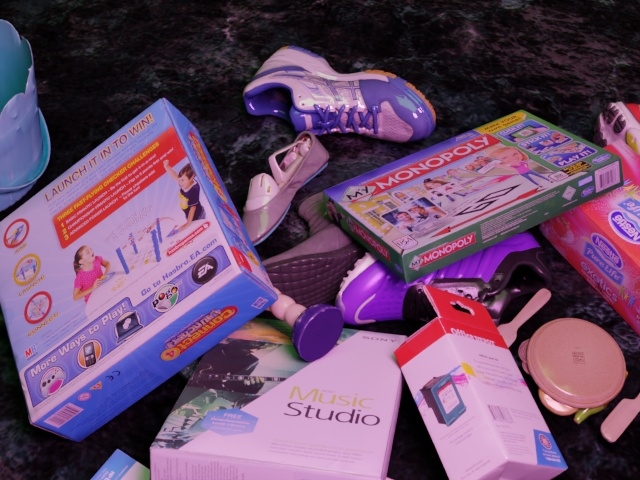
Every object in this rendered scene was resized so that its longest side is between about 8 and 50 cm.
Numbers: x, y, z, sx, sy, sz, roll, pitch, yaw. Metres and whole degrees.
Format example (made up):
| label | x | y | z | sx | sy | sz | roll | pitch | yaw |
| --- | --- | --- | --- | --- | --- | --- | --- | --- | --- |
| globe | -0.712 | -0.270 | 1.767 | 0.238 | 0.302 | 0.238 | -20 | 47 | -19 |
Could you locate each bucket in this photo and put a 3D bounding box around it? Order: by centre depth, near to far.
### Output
| label | x | y | z | sx | sy | sz | roll | pitch | yaw |
| --- | --- | --- | --- | --- | --- | --- | --- | --- | --- |
| bucket | -0.517 | -0.168 | 1.480 | 0.281 | 0.183 | 0.281 | 1 | 50 | -1 |

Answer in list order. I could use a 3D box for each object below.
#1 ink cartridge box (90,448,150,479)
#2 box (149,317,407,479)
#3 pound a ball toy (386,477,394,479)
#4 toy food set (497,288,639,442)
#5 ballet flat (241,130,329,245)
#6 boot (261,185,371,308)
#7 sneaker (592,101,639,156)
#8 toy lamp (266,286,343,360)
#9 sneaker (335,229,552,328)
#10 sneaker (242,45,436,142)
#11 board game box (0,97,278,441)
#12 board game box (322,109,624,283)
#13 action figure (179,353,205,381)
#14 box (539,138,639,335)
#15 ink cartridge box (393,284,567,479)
| label | x | y | z | sx | sy | sz | roll | pitch | yaw |
| --- | --- | --- | --- | --- | --- | --- | --- | --- | --- |
| ink cartridge box | -0.184 | 0.294 | 1.150 | 0.122 | 0.088 | 0.052 | 26 | 53 | 20 |
| box | -0.031 | 0.181 | 1.176 | 0.232 | 0.058 | 0.322 | 6 | 20 | 7 |
| pound a ball toy | 0.092 | 0.314 | 1.110 | 0.319 | 0.135 | 0.208 | 13 | 50 | 9 |
| toy food set | 0.309 | 0.155 | 1.307 | 0.192 | 0.038 | 0.132 | 41 | 62 | 20 |
| ballet flat | -0.063 | -0.078 | 1.482 | 0.072 | 0.068 | 0.213 | -9 | 33 | 44 |
| boot | 0.000 | 0.000 | 1.432 | 0.246 | 0.083 | 0.161 | -17 | 40 | -15 |
| sneaker | 0.493 | -0.100 | 1.502 | 0.118 | 0.107 | 0.279 | -4 | 51 | -17 |
| toy lamp | -0.090 | 0.053 | 1.289 | 0.080 | 0.080 | 0.275 | -34 | 47 | -26 |
| sneaker | 0.168 | 0.062 | 1.351 | 0.293 | 0.102 | 0.146 | -19 | 53 | -17 |
| sneaker | 0.022 | -0.187 | 1.562 | 0.296 | 0.112 | 0.131 | 20 | 49 | 28 |
| board game box | -0.241 | 0.031 | 1.285 | 0.308 | 0.086 | 0.302 | -35 | 52 | 10 |
| board game box | 0.190 | -0.066 | 1.355 | 0.317 | 0.046 | 0.213 | -23 | 32 | -17 |
| action figure | -0.190 | 0.096 | 1.338 | 0.137 | 0.063 | 0.232 | -16 | 48 | -17 |
| box | 0.417 | 0.006 | 1.385 | 0.128 | 0.122 | 0.257 | -27 | 55 | -15 |
| ink cartridge box | 0.173 | 0.172 | 1.216 | 0.134 | 0.078 | 0.231 | 19 | 39 | -46 |
